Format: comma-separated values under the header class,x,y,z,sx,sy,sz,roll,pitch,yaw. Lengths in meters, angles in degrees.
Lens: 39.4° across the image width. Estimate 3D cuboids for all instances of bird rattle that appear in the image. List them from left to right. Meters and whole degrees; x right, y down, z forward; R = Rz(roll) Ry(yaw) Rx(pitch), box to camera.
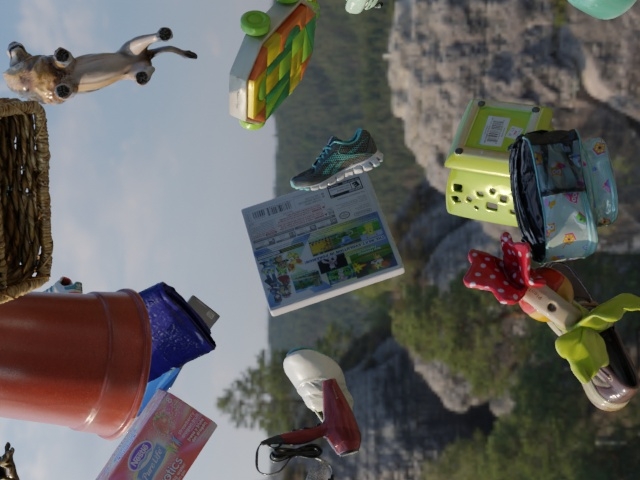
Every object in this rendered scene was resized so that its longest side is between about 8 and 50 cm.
class,x,y,z,sx,sy,sz,roll,pitch,yaw
bird rattle,0.320,0.087,1.303,0.143,0.253,0.207,-62,-3,7

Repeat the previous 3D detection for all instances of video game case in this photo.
class,x,y,z,sx,sy,sz,roll,pitch,yaw
video game case,0.000,0.000,2.145,0.036,0.329,0.300,74,178,-59

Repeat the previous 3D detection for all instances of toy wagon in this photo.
class,x,y,z,sx,sy,sz,roll,pitch,yaw
toy wagon,-0.078,-0.391,1.805,0.344,0.068,0.267,-54,-17,-34

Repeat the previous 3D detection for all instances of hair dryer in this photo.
class,x,y,z,sx,sy,sz,roll,pitch,yaw
hair dryer,-0.008,0.465,2.160,0.293,0.223,0.080,-64,9,-31

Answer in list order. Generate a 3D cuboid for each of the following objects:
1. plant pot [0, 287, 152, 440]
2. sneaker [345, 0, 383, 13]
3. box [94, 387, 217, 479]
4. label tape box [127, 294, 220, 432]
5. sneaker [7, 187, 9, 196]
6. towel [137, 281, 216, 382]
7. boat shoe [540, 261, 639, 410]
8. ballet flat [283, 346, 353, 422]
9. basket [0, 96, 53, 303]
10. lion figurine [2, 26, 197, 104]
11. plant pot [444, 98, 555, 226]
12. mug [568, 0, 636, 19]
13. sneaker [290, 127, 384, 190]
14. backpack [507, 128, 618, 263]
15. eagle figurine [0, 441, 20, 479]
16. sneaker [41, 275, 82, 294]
class,x,y,z,sx,sy,sz,roll,pitch,yaw
plant pot,-0.469,0.200,1.530,0.272,0.265,0.272,-20,65,51
sneaker,0.096,-0.519,1.852,0.151,0.094,0.256,-62,0,35
box,-0.384,0.500,2.023,0.300,0.142,0.154,-56,13,-15
label tape box,-0.432,0.327,2.422,0.240,0.106,0.333,-46,7,32
sneaker,-0.803,-0.112,2.237,0.110,0.107,0.275,6,98,62
towel,-0.422,0.225,2.036,0.227,0.308,0.076,57,-168,-33
boat shoe,0.556,0.174,1.841,0.123,0.123,0.342,104,153,-58
ballet flat,0.013,0.424,2.439,0.400,0.139,0.139,61,-156,-53
basket,-0.507,-0.042,1.228,0.213,0.223,0.299,-85,1,-67
lion figurine,-0.479,-0.372,1.931,0.240,0.392,0.142,-163,66,-69
plant pot,0.407,-0.185,2.010,0.228,0.227,0.207,-65,-28,-26
mug,0.485,-0.471,1.595,0.158,0.097,0.129,15,92,54
sneaker,0.021,-0.140,1.520,0.065,0.166,0.076,-140,27,-70
backpack,0.354,-0.060,1.314,0.166,0.144,0.188,74,-166,-85
eagle figurine,-0.837,0.558,2.026,0.225,0.298,0.226,-35,73,63
sneaker,-0.562,0.116,1.923,0.057,0.161,0.075,26,-109,-44
